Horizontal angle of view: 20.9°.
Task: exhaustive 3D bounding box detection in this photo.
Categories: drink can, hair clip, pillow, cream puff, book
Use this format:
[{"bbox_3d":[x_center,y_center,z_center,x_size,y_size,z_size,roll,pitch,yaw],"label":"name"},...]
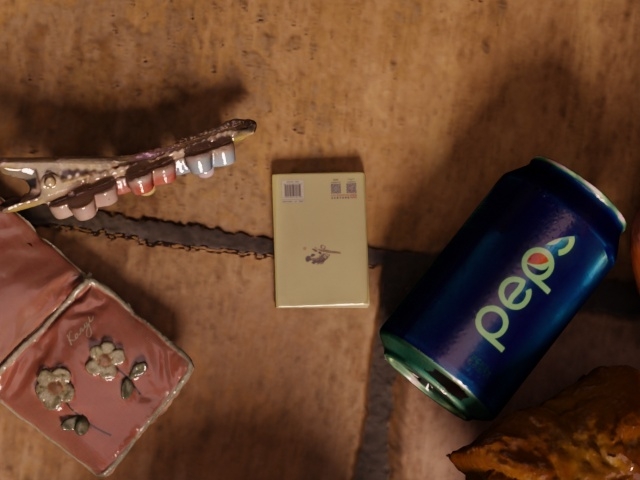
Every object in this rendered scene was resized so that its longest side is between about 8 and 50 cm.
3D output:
[{"bbox_3d":[0.145,0.038,1.376,0.118,0.118,0.205,39,83,-2],"label":"drink can"},{"bbox_3d":[-0.151,-0.052,1.375,0.213,0.062,0.056,-10,109,-15],"label":"hair clip"},{"bbox_3d":[-0.221,0.073,1.368,0.232,0.043,0.126,39,79,0],"label":"pillow"},{"bbox_3d":[0.213,0.215,1.333,0.269,0.155,0.241,-42,125,-14],"label":"cream puff"},{"bbox_3d":[0.000,0.000,1.414,0.077,0.014,0.111,-1,85,-5],"label":"book"}]

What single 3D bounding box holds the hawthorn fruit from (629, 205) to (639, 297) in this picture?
[{"bbox_3d":[0.362,-0.003,1.345,0.231,0.235,0.263,17,82,-2],"label":"hawthorn fruit"}]
